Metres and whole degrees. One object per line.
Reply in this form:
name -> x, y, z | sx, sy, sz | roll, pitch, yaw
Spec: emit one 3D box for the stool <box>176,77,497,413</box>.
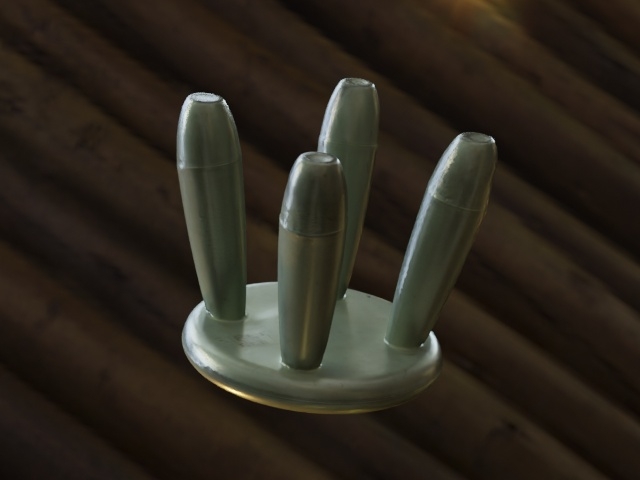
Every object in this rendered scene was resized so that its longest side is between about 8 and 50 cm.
stool -> 0.000, 0.000, 1.313 | 0.195, 0.199, 0.195 | -10, -156, -35
